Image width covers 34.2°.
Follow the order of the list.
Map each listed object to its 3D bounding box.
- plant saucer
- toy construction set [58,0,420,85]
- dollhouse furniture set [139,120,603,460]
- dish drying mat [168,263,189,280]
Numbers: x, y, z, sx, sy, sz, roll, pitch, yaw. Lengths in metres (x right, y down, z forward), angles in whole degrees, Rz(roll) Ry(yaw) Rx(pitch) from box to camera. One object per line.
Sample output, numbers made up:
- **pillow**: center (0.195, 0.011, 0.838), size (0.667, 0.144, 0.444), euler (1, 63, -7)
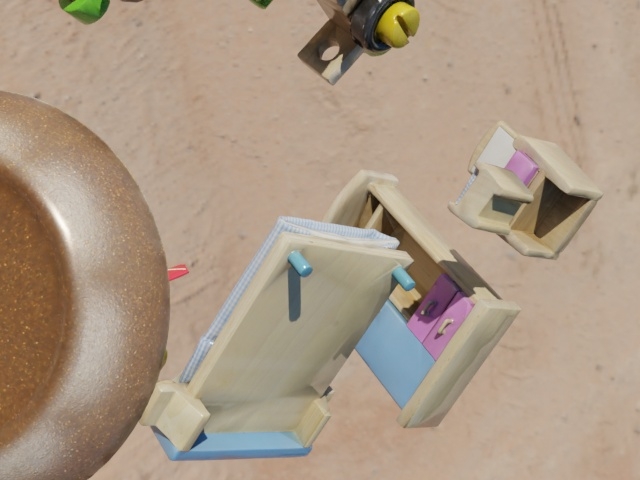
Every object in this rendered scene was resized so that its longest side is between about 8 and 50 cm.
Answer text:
- **plant saucer**: center (-0.166, 0.028, 0.467), size (0.036, 0.198, 0.198), euler (9, 92, -77)
- **toy construction set**: center (-0.016, -0.276, 0.833), size (0.237, 0.257, 0.309), euler (35, 69, -55)
- **dollhouse furniture set**: center (0.000, 0.000, 0.824), size (0.303, 0.198, 0.286), euler (7, 123, -44)
- **dish drying mat**: center (-0.187, 0.045, 1.153), size (0.083, 0.032, 0.008), euler (-20, 111, -10)
